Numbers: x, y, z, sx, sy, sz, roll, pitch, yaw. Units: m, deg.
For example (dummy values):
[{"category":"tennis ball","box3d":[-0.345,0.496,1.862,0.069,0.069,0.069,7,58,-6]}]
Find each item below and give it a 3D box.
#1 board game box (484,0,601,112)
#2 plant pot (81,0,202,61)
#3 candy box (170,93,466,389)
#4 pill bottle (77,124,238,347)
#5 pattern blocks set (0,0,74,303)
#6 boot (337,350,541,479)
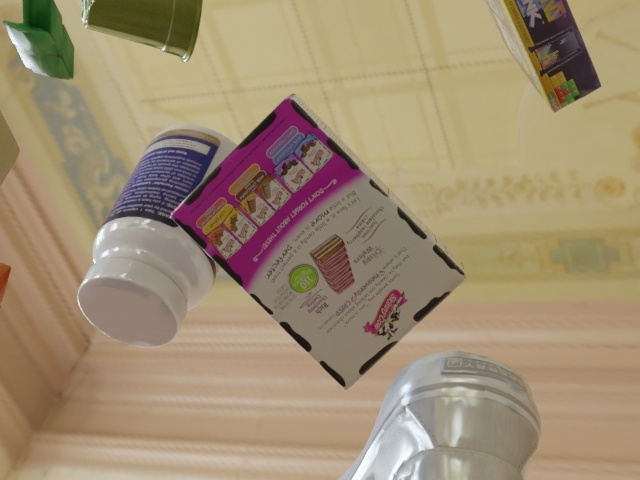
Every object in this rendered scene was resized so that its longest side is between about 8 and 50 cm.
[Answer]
[{"category":"board game box","box3d":[0.161,-0.210,0.894,0.048,0.141,0.170,-29,-55,7]},{"category":"plant pot","box3d":[-0.134,-0.178,0.805,0.079,0.083,0.083,3,-41,-20]},{"category":"candy box","box3d":[0.000,0.000,1.016,0.159,0.071,0.233,-43,-86,11]},{"category":"pill bottle","box3d":[-0.187,-0.007,1.332,0.153,0.265,0.153,11,-43,11]},{"category":"pattern blocks set","box3d":[-0.203,-0.009,0.474,0.026,0.325,0.285,18,-34,12]},{"category":"boot","box3d":[0.039,0.174,0.529,0.095,0.123,0.258,12,-42,2]}]
